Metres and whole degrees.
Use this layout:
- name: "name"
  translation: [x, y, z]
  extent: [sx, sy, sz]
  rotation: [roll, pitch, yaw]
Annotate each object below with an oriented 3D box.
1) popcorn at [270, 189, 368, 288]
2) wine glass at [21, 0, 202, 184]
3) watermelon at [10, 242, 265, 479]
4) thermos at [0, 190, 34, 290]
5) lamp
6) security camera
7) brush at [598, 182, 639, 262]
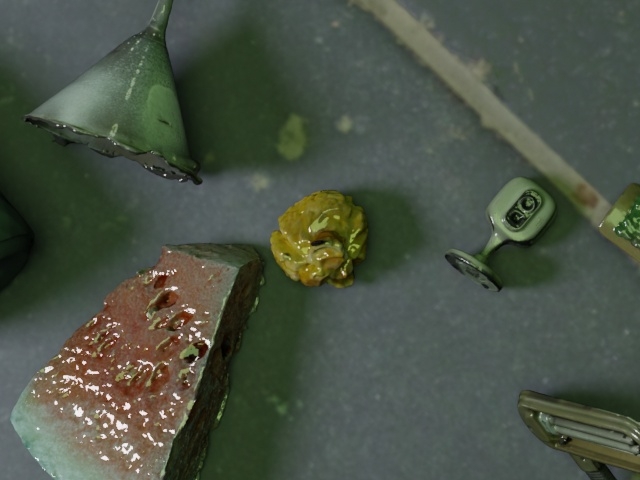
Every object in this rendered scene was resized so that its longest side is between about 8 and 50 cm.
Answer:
- name: "popcorn"
  translation: [0.000, 0.000, 1.460]
  extent: [0.084, 0.084, 0.084]
  rotation: [0, 87, 7]
- name: "wine glass"
  translation: [-0.130, -0.176, 1.456]
  extent: [0.156, 0.156, 0.232]
  rotation: [18, 86, 7]
- name: "watermelon"
  translation: [-0.131, 0.100, 1.475]
  extent: [0.154, 0.094, 0.241]
  rotation: [33, 90, 17]
- name: "thermos"
  translation: [-0.356, -0.073, 1.480]
  extent: [0.182, 0.145, 0.286]
  rotation: [-33, 81, -28]
- name: "lamp"
  translation: [0.214, 0.263, 1.366]
  extent: [0.124, 0.203, 0.283]
  rotation: [10, 84, -12]
- name: "security camera"
  translation: [0.148, -0.009, 1.461]
  extent: [0.058, 0.058, 0.092]
  rotation: [34, 83, 7]
- name: "brush"
  translation: [0.347, 0.054, 1.435]
  extent: [0.282, 0.048, 0.054]
  rotation: [37, 90, 5]
